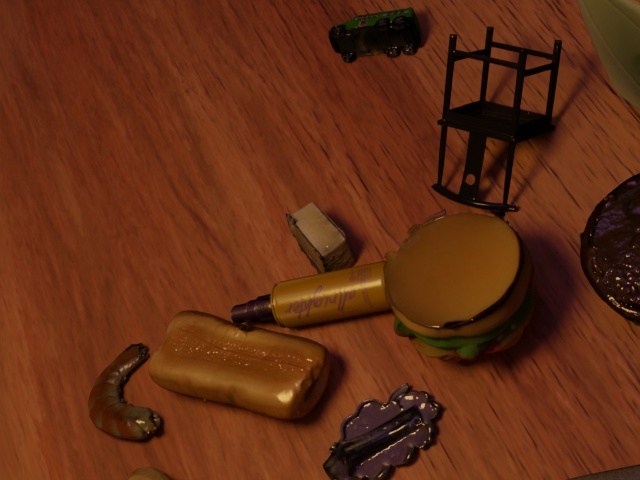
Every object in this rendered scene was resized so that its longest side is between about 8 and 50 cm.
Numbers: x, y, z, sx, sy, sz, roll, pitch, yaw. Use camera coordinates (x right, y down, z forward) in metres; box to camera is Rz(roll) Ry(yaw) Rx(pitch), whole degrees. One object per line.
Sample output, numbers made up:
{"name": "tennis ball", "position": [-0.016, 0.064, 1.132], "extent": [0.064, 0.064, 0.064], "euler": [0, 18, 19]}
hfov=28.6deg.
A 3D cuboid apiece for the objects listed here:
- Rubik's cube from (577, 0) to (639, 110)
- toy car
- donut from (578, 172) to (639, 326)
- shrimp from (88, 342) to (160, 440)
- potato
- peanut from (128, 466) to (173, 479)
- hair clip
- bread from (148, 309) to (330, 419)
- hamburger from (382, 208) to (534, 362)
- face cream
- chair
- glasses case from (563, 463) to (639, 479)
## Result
{"name": "Rubik's cube", "position": [0.607, -0.336, 1.776], "extent": [0.352, 0.351, 0.347], "euler": [-46, 52, -3]}
{"name": "toy car", "position": [0.098, -0.366, 2.223], "extent": [0.165, 0.071, 0.062], "euler": [-4, 44, 24]}
{"name": "donut", "position": [0.501, 0.011, 1.773], "extent": [0.270, 0.103, 0.269], "euler": [-11, 58, 17]}
{"name": "shrimp", "position": [-0.302, 0.248, 2.062], "extent": [0.161, 0.049, 0.166], "euler": [10, 58, 32]}
{"name": "potato", "position": [-0.001, -0.001, 2.041], "extent": [0.061, 0.086, 0.122], "euler": [-31, 49, -11]}
{"name": "peanut", "position": [-0.219, 0.400, 1.904], "extent": [0.187, 0.082, 0.082], "euler": [13, 68, 30]}
{"name": "hair clip", "position": [0.086, 0.282, 1.845], "extent": [0.195, 0.052, 0.124], "euler": [-32, 58, -1]}
{"name": "bread", "position": [-0.126, 0.200, 1.969], "extent": [0.305, 0.091, 0.142], "euler": [11, 65, 31]}
{"name": "hamburger", "position": [0.210, 0.081, 1.844], "extent": [0.237, 0.149, 0.237], "euler": [-13, 48, 15]}
{"name": "face cream", "position": [-0.014, 0.094, 1.988], "extent": [0.273, 0.078, 0.078], "euler": [-12, 57, 19]}
{"name": "chair", "position": [0.279, -0.193, 1.992], "extent": [0.154, 0.141, 0.260], "euler": [19, 115, 34]}
{"name": "glasses case", "position": [0.451, 0.348, 1.607], "extent": [0.323, 0.074, 0.131], "euler": [-15, 57, 18]}
